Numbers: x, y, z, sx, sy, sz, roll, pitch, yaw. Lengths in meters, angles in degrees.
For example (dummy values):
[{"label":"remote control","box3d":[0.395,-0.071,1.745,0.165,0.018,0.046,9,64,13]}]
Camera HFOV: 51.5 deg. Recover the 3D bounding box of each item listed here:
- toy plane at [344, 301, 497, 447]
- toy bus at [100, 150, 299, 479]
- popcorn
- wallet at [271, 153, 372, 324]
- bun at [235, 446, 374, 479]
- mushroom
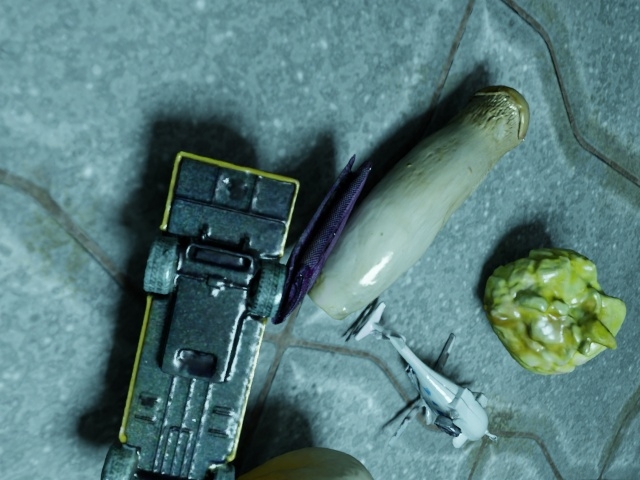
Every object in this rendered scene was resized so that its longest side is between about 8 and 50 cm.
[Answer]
[{"label":"toy plane","box3d":[0.156,0.183,0.891,0.182,0.107,0.273,-37,121,-29]},{"label":"toy bus","box3d":[-0.111,0.091,0.621,0.121,0.123,0.336,12,99,-8]},{"label":"popcorn","box3d":[0.330,0.099,0.948,0.167,0.185,0.187,-35,157,1]},{"label":"wallet","box3d":[0.001,0.001,0.678,0.166,0.030,0.111,-60,174,-36]},{"label":"bun","box3d":[-0.071,0.339,0.697,0.299,0.164,0.299,-55,170,-14]},{"label":"mushroom","box3d":[0.118,-0.048,0.777,0.351,0.095,0.123,-44,170,-15]}]
